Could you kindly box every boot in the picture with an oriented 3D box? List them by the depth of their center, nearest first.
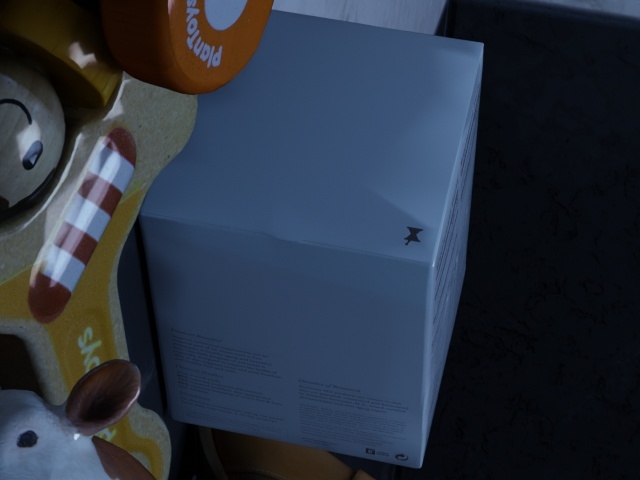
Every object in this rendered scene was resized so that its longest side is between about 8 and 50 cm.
[{"bbox_3d":[-0.003,0.191,1.457,0.283,0.220,0.109,-68,165,-54],"label":"boot"}]

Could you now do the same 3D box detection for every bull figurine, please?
[{"bbox_3d":[-0.066,0.176,0.709,0.188,0.101,0.310,56,-15,23],"label":"bull figurine"}]

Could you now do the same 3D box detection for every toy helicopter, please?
[{"bbox_3d":[-0.121,0.023,0.728,0.235,0.140,0.355,-52,149,-38],"label":"toy helicopter"}]

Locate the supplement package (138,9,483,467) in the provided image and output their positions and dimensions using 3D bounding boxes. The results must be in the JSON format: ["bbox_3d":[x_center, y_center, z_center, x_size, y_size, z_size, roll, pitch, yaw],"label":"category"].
[{"bbox_3d":[0.000,0.000,1.308,0.263,0.199,0.198,89,14,-54],"label":"supplement package"}]
